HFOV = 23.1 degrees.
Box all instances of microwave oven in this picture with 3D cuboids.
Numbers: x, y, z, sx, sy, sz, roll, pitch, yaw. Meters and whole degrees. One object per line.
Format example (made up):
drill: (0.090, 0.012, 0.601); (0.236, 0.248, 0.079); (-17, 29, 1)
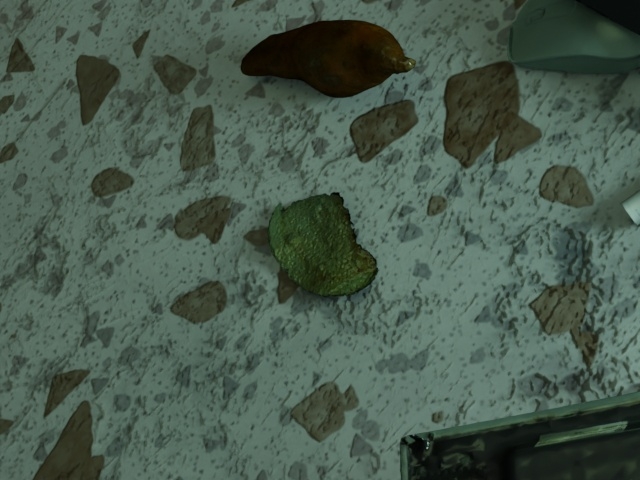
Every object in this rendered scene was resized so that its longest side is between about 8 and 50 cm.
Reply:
microwave oven: (0.288, 0.303, 1.546); (0.355, 0.286, 0.218); (-13, 59, 21)

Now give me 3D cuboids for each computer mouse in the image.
computer mouse: (0.334, -0.278, 1.981); (0.231, 0.079, 0.128); (6, 64, 39)

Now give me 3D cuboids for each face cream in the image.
face cream: (0.415, -0.068, 1.833); (0.130, 0.034, 0.034); (-36, 51, 9)

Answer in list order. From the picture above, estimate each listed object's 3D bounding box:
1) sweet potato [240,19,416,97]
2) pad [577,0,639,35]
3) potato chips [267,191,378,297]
sweet potato: (0.022, -0.249, 2.140); (0.359, 0.112, 0.112); (13, 71, 55)
pad: (0.480, -0.304, 1.885); (0.248, 0.007, 0.367); (-36, 48, -18)
potato chips: (0.000, 0.000, 2.068); (0.209, 0.026, 0.142); (19, 79, 40)
